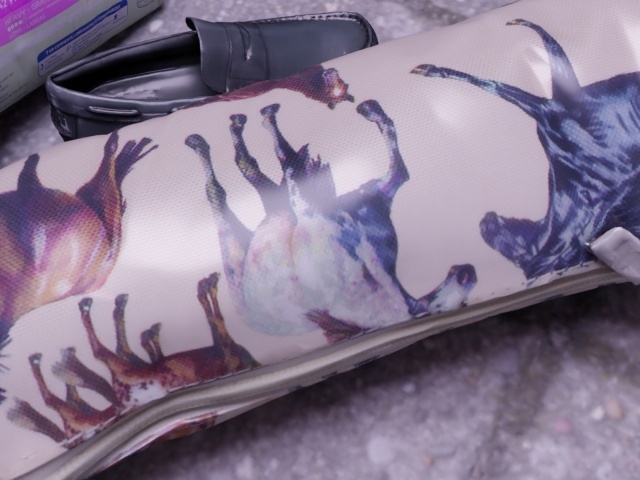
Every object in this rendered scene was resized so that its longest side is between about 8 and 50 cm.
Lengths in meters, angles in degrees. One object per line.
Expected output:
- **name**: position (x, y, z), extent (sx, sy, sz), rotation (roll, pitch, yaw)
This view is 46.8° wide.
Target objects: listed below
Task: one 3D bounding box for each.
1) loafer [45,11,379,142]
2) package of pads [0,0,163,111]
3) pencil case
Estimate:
- **loafer**: position (-0.066, -0.109, 0.487), extent (0.223, 0.078, 0.076), rotation (-18, 61, -7)
- **package of pads**: position (-0.285, -0.211, 0.522), extent (0.297, 0.101, 0.229), rotation (27, 52, 16)
- **pencil case**: position (0.000, 0.000, 0.375), extent (0.410, 0.160, 0.183), rotation (-19, 46, -8)
